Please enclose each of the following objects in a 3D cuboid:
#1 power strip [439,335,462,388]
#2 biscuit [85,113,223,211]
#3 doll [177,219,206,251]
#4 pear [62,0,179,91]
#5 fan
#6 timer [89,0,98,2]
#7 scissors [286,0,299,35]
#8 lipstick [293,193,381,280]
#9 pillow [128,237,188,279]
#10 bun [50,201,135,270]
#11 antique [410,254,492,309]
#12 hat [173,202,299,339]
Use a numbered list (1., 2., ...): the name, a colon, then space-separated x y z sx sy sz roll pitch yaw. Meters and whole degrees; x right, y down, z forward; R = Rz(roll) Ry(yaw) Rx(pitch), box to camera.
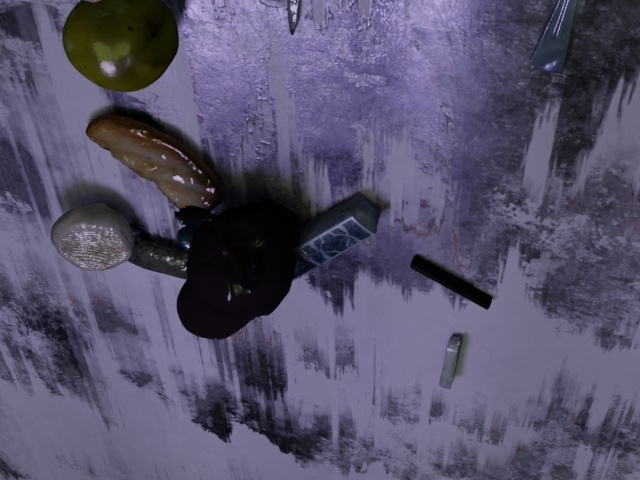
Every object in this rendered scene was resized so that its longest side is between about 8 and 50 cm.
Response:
1. power strip: 0.292 0.277 2.299 0.030 0.048 0.191 15 140 11
2. biscuit: -0.319 -0.159 2.044 0.299 0.045 0.154 40 137 -22
3. doll: -0.273 -0.014 2.163 0.050 0.083 0.076 -26 121 34
4. pear: -0.339 -0.340 1.737 0.198 0.198 0.198 11 140 9
5. fan: 0.371 -0.367 1.556 0.057 0.023 0.282 20 141 13
6. timer: -0.286 -0.454 1.458 0.290 0.315 0.291 9 131 10
7. scissors: -0.039 -0.447 1.625 0.109 0.022 0.300 16 141 10
8. lipstick: 0.000 0.000 2.076 0.077 0.076 0.289 39 134 -22
9. pillow: -0.339 0.040 2.273 0.241 0.051 0.093 16 140 7
10. bun: -0.489 -0.017 2.225 0.183 0.102 0.183 2 138 2
11. antique: 0.270 0.087 2.104 0.192 0.031 0.015 28 140 -11
12. hat: -0.208 0.056 2.027 0.336 0.238 0.209 -40 153 22
